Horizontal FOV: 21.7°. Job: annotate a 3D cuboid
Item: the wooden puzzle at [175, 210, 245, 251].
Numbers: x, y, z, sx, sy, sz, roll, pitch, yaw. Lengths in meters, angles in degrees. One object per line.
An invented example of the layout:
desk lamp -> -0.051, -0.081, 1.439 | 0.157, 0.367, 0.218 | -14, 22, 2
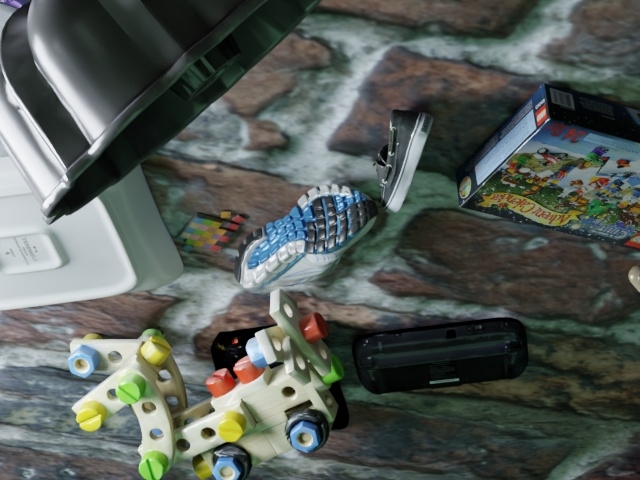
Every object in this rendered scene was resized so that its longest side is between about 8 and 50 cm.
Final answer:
wooden puzzle -> -0.115, -0.008, 1.708 | 0.049, 0.006, 0.083 | 14, 143, -27

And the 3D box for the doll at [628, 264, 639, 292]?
doll -> 0.383, 0.001, 1.695 | 0.046, 0.129, 0.189 | 43, 158, -2

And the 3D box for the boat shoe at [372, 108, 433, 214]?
boat shoe -> 0.073, -0.078, 1.595 | 0.040, 0.049, 0.142 | 18, 144, 0

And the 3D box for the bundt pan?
bundt pan -> -0.117, -0.166, 1.232 | 0.124, 0.331, 0.331 | 49, 132, -1

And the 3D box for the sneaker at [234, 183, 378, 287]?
sneaker -> 0.000, 0.000, 1.691 | 0.083, 0.071, 0.190 | 15, 151, -38

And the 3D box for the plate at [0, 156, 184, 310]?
plate -> -0.296, -0.004, 1.658 | 0.278, 0.045, 0.277 | -7, 148, 5

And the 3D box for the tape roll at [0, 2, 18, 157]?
tape roll -> -0.300, -0.158, 1.394 | 0.219, 0.072, 0.219 | -3, 147, -2

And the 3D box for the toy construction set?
toy construction set -> -0.104, 0.154, 1.803 | 0.327, 0.151, 0.215 | -21, 109, 33

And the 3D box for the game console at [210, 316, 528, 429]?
game console -> 0.062, 0.152, 1.946 | 0.361, 0.044, 0.213 | -7, 147, 7

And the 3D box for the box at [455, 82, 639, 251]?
box -> 0.272, -0.066, 1.633 | 0.233, 0.044, 0.159 | 13, 143, -25

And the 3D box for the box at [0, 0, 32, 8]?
box -> -0.213, -0.292, 1.173 | 0.184, 0.103, 0.261 | 14, 143, -31
